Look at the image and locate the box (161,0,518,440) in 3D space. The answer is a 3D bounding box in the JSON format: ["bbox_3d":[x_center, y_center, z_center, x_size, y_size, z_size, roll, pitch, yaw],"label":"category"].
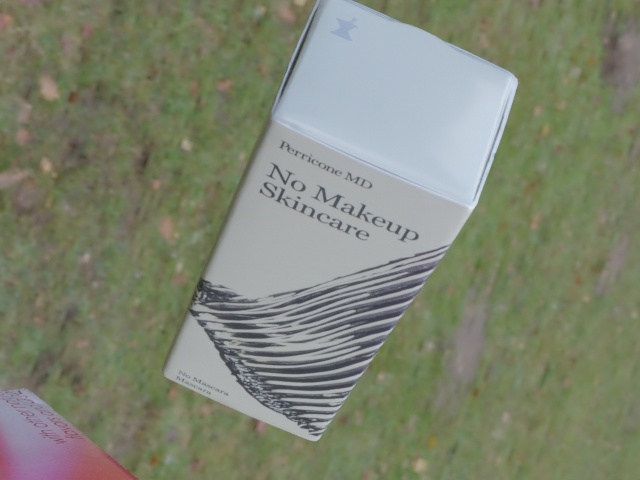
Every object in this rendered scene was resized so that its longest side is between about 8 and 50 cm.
[{"bbox_3d":[0.000,0.000,0.792,0.275,0.113,0.094,116,-3,-55],"label":"box"}]

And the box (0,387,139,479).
[{"bbox_3d":[-0.077,0.139,0.269,0.154,0.300,0.142,4,102,-35],"label":"box"}]
